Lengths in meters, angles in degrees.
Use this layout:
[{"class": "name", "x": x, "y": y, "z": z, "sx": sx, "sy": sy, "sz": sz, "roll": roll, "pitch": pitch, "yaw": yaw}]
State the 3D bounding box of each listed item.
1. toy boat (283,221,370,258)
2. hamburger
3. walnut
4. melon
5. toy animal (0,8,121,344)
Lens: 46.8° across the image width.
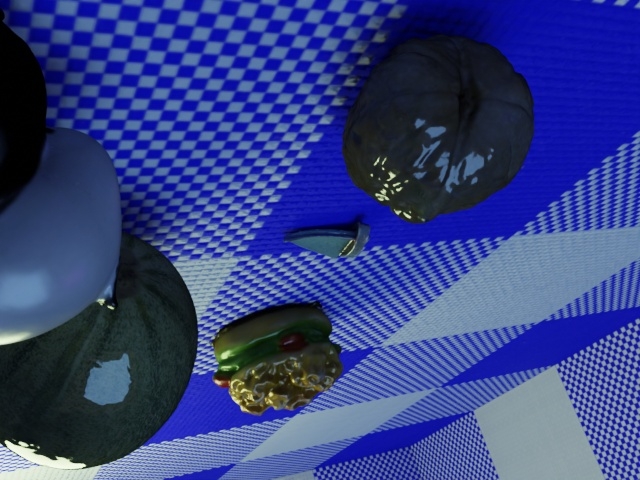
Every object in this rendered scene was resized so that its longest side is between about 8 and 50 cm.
[{"class": "toy boat", "x": -0.001, "y": 0.000, "z": 1.026, "sx": 0.122, "sy": 0.034, "sz": 0.096, "roll": 1, "pitch": 151, "yaw": -20}, {"class": "hamburger", "x": -0.072, "y": 0.221, "z": 1.296, "sx": 0.237, "sy": 0.149, "sz": 0.237, "roll": -16, "pitch": 157, "yaw": -7}, {"class": "walnut", "x": 0.109, "y": -0.100, "z": 0.725, "sx": 0.178, "sy": 0.178, "sz": 0.230, "roll": -11, "pitch": 167, "yaw": -17}, {"class": "melon", "x": -0.265, "y": 0.122, "z": 0.835, "sx": 0.249, "sy": 0.248, "sz": 0.329, "roll": -3, "pitch": 149, "yaw": -30}, {"class": "toy animal", "x": -0.251, "y": -0.032, "z": 0.537, "sx": 0.187, "sy": 0.165, "sz": 0.235, "roll": -20, "pitch": 130, "yaw": 8}]
